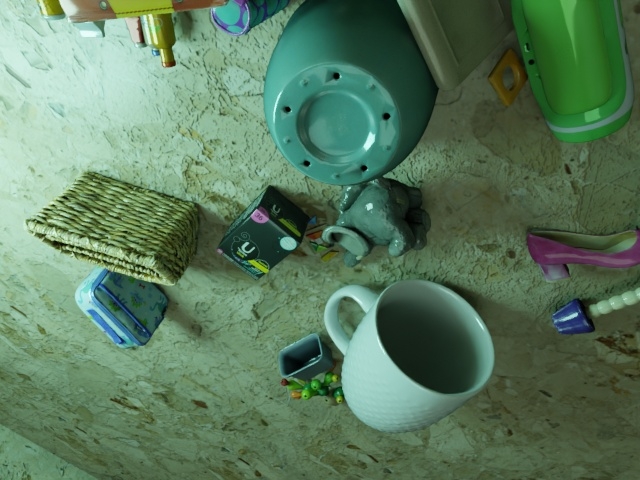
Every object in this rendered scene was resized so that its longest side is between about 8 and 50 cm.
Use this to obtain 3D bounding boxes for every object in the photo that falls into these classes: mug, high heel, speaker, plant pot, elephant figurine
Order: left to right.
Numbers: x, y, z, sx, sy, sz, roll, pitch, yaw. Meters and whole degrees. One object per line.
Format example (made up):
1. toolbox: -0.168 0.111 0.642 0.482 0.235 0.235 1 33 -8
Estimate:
1. plant pot: 0.041 -0.224 0.730 0.293 0.235 0.293 7 128 9
2. elephant figurine: 0.083 -0.028 0.937 0.239 0.169 0.186 -12 96 40
3. mug: 0.157 0.261 1.087 0.374 0.276 0.328 44 139 17
4. speaker: 0.361 -0.295 0.669 0.131 0.131 0.297 -17 122 25
5. high heel: 0.534 -0.004 0.894 0.244 0.082 0.117 -20 111 31

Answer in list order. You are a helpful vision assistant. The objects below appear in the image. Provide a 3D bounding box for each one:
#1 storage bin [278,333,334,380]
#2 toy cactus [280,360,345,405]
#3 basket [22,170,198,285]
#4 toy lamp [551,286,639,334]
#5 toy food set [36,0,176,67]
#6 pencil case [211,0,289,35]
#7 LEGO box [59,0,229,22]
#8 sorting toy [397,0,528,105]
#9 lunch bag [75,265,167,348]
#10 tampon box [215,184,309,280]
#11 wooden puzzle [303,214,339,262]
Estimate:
1. storage bin: -0.034 0.322 1.266 0.135 0.098 0.091 -30 135 16
2. toy cactus: 0.010 0.430 1.349 0.219 0.112 0.180 -11 142 18
3. basket: -0.454 0.016 1.043 0.299 0.223 0.213 17 129 -1
4. toy lamp: 0.625 0.128 0.963 0.274 0.080 0.080 -32 114 32
5. toy food set: -0.348 -0.365 0.791 0.232 0.111 0.105 5 128 6
6. pencil case: -0.101 -0.364 0.708 0.070 0.152 0.064 -24 115 40
7. LEGO box: -0.170 -0.530 0.455 0.193 0.372 0.500 1 127 13
8. sorting toy: 0.196 -0.341 0.669 0.348 0.196 0.047 55 161 -26
9. lunch bag: -0.505 0.161 1.197 0.090 0.176 0.219 -16 121 24
10. tampon box: -0.125 -0.014 1.017 0.120 0.101 0.161 38 126 -17
11. wooden puzzle: 0.000 0.000 1.055 0.078 0.014 0.116 -28 116 30
